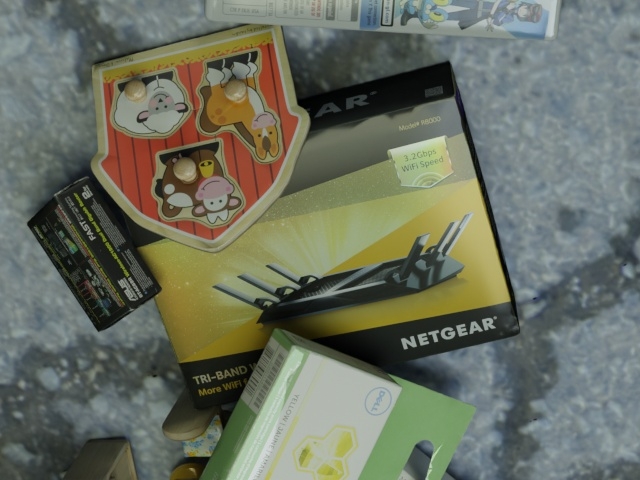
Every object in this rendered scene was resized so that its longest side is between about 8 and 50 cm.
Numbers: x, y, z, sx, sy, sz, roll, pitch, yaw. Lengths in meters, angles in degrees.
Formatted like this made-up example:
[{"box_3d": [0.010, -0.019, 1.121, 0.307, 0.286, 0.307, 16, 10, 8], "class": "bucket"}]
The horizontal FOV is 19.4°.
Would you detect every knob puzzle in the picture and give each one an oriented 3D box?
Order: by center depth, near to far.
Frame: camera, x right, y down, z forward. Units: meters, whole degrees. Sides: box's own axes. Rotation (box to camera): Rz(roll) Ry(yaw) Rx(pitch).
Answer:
[{"box_3d": [-0.103, -0.084, 1.568, 0.213, 0.213, 0.030, -13, 160, 8], "class": "knob puzzle"}]

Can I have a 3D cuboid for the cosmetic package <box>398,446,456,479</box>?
[{"box_3d": [0.129, 0.298, 1.771, 0.239, 0.060, 0.099, 39, 112, 9], "class": "cosmetic package"}]

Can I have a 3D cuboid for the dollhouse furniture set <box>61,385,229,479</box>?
[{"box_3d": [-0.120, 0.264, 1.720, 0.242, 0.161, 0.212, -3, 114, 16], "class": "dollhouse furniture set"}]

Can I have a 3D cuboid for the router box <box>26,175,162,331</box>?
[{"box_3d": [-0.200, 0.013, 1.641, 0.122, 0.038, 0.092, 57, 151, -1], "class": "router box"}]

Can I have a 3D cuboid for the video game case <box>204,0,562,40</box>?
[{"box_3d": [0.060, -0.326, 1.510, 0.300, 0.036, 0.329, 3, 117, -1], "class": "video game case"}]

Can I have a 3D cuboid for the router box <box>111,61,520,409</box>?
[{"box_3d": [0.000, 0.000, 1.655, 0.309, 0.081, 0.243, -14, 116, 8], "class": "router box"}]

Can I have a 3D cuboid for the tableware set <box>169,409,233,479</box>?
[{"box_3d": [-0.096, 0.220, 1.806, 0.104, 0.024, 0.154, -4, 119, 7], "class": "tableware set"}]

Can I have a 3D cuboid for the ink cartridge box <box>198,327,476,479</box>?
[{"box_3d": [0.025, 0.194, 1.655, 0.235, 0.056, 0.171, 23, 96, -28], "class": "ink cartridge box"}]
